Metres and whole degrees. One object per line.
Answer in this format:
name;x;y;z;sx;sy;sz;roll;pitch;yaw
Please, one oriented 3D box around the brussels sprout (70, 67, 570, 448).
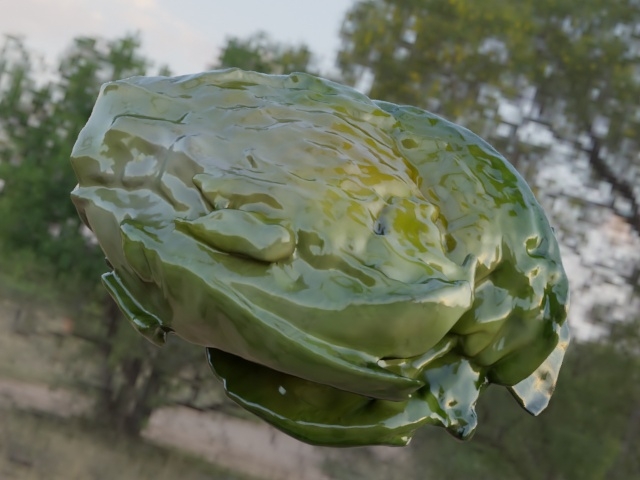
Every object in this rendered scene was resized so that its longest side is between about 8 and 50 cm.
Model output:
brussels sprout;-0.001;0.002;0.552;0.181;0.139;0.100;16;-44;19
